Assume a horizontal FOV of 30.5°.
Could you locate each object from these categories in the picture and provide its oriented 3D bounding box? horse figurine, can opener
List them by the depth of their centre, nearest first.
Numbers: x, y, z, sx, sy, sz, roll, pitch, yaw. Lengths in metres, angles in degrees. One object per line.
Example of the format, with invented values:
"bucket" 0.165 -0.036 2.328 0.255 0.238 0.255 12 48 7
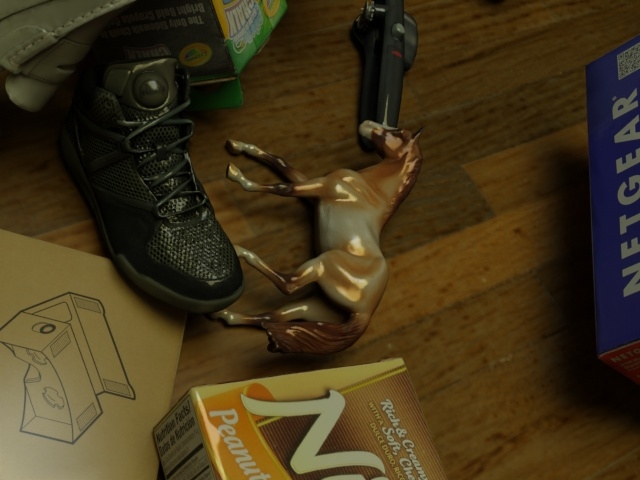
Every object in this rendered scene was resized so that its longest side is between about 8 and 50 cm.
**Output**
"horse figurine" 0.000 0.000 0.992 0.175 0.066 0.263 12 53 -12
"can opener" 0.064 -0.170 1.137 0.073 0.059 0.186 18 53 -15

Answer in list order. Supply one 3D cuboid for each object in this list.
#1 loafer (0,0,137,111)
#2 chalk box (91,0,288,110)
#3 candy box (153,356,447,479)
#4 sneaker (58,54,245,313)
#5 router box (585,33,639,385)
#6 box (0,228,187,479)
"loafer" -0.220 -0.153 0.872 0.112 0.320 0.111 -79 149 -69
"chalk box" -0.119 -0.210 0.989 0.132 0.213 0.132 -2 35 23
"candy box" 0.018 0.247 0.812 0.183 0.087 0.316 -4 62 -33
"sneaker" -0.127 -0.054 0.902 0.087 0.130 0.227 -17 59 -30
"router box" 0.374 0.016 1.092 0.301 0.082 0.335 31 48 -31
"box" -0.189 0.096 0.862 0.164 0.021 0.201 17 54 -15
